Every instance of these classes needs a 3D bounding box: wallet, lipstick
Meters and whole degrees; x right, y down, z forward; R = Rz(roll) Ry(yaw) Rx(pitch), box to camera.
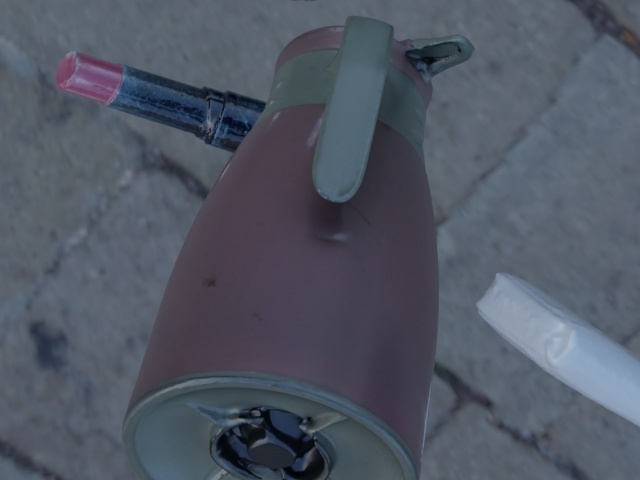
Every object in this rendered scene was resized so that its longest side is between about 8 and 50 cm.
[{"bbox_3d":[0.159,0.076,0.958,0.190,0.095,0.033,31,96,-28],"label":"wallet"},{"bbox_3d":[-0.077,-0.092,1.447,0.234,0.053,0.053,18,108,-9],"label":"lipstick"}]

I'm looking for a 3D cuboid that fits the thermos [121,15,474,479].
[{"bbox_3d":[0.000,0.000,1.028,0.146,0.265,0.176,15,145,-3],"label":"thermos"}]
